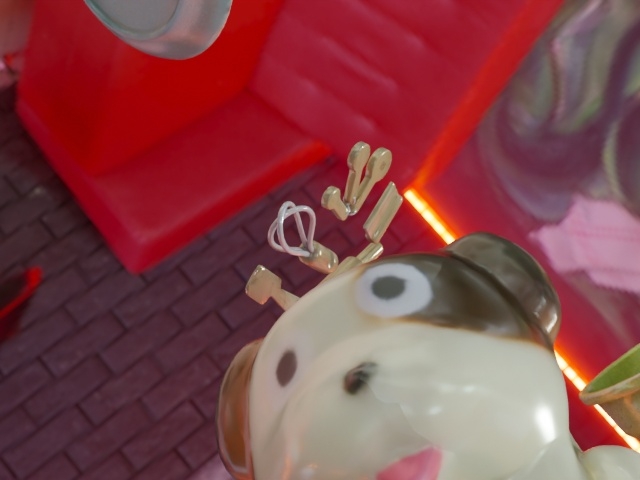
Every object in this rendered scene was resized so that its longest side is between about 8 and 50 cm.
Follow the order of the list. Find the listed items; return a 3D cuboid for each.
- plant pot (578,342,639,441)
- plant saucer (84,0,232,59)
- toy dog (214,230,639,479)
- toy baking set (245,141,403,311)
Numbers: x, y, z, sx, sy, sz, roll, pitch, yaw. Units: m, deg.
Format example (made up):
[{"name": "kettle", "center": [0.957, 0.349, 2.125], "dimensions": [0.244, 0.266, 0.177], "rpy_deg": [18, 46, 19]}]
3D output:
[{"name": "plant pot", "center": [0.417, 0.172, 1.244], "dimensions": [0.276, 0.254, 0.276], "rpy_deg": [-32, 174, -4]}, {"name": "plant saucer", "center": [-0.210, -0.345, 1.517], "dimensions": [0.044, 0.317, 0.317], "rpy_deg": [-28, 163, -36]}, {"name": "toy dog", "center": [0.113, 0.195, 0.845], "dimensions": [0.285, 0.407, 0.395], "rpy_deg": [-26, -173, 19]}, {"name": "toy baking set", "center": [0.001, 0.004, 1.417], "dimensions": [0.256, 0.030, 0.196], "rpy_deg": [-46, 148, -31]}]
